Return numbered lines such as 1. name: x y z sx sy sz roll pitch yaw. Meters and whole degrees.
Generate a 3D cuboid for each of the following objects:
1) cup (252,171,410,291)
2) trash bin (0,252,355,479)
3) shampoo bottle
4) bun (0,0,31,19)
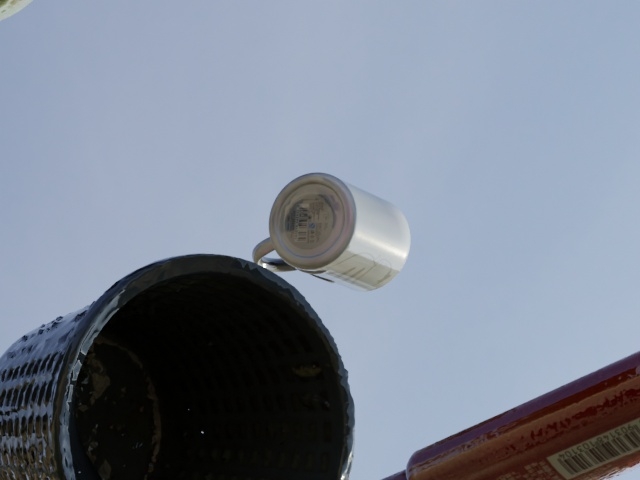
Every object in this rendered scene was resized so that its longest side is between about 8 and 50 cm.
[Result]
1. cup: 0.008 0.006 1.965 0.099 0.136 0.133 48 12 26
2. trash bin: -0.094 0.100 1.029 0.175 0.175 0.161 37 -24 -25
3. shampoo bottle: 0.175 0.188 1.684 0.314 0.076 0.118 -27 -35 25
4. bun: -0.301 -0.252 1.572 0.293 0.293 0.187 9 -60 17
